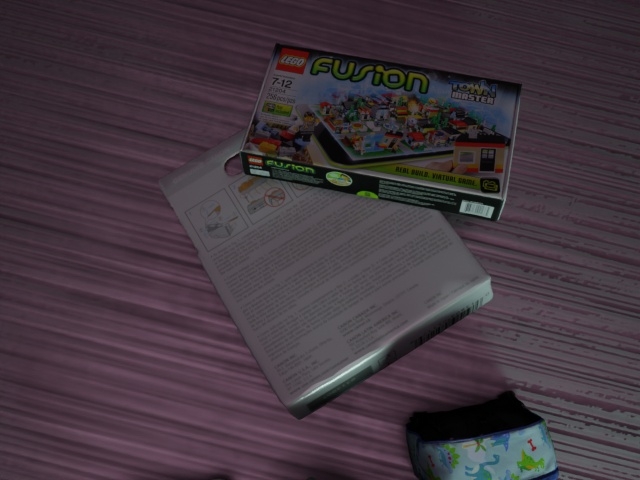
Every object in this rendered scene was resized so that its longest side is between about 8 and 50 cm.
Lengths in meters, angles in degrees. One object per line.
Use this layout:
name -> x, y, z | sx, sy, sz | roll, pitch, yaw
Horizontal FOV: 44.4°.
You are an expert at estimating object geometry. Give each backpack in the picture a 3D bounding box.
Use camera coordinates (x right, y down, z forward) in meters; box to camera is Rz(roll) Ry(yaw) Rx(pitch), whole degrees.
backpack -> 0.124, 0.167, 0.591 | 0.105, 0.114, 0.084 | -12, 83, -3

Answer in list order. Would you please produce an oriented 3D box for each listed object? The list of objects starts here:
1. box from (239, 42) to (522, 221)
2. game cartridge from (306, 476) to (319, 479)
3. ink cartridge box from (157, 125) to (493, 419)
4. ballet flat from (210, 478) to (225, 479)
box -> 0.050, -0.090, 0.633 | 0.207, 0.036, 0.114 | 11, 64, 7
game cartridge -> 0.005, 0.374, 0.553 | 0.230, 0.068, 0.355 | 29, 95, 1
ink cartridge box -> 0.000, 0.000, 0.652 | 0.189, 0.066, 0.232 | -31, 62, -5
ballet flat -> -0.068, 0.232, 0.610 | 0.231, 0.077, 0.077 | 22, 62, -1
